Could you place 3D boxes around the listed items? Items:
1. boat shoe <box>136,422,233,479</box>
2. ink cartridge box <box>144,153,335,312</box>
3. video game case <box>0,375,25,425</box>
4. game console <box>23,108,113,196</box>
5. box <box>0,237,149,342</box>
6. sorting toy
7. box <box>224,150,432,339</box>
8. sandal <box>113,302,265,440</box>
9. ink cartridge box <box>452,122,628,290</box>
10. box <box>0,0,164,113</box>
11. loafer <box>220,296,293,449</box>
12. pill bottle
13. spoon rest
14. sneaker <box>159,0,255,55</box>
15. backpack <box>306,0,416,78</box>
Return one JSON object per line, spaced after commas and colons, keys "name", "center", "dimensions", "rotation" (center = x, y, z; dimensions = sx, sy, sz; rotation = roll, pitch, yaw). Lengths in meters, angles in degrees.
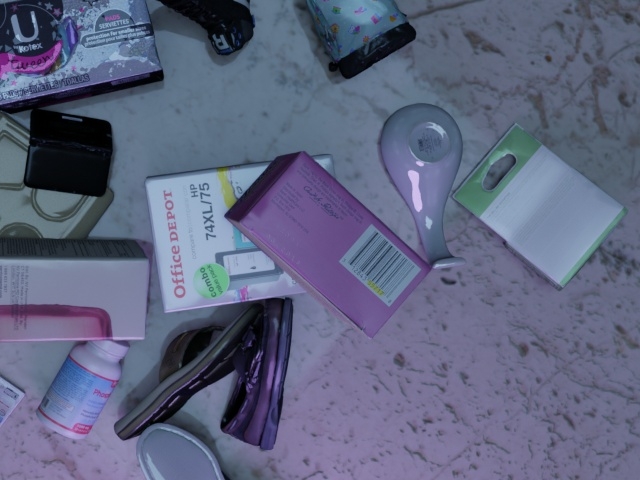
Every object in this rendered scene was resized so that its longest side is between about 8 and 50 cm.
{"name": "boat shoe", "center": [-0.184, 0.410, 1.507], "dimensions": [0.114, 0.091, 0.302], "rotation": [-42, 97, -24]}
{"name": "ink cartridge box", "center": [-0.116, -0.016, 1.433], "dimensions": [0.270, 0.197, 0.198], "rotation": [-9, 95, -8]}
{"name": "video game case", "center": [-0.532, 0.262, 1.484], "dimensions": [0.087, 0.011, 0.122], "rotation": [38, 88, -10]}
{"name": "game console", "center": [-0.384, -0.134, 1.449], "dimensions": [0.122, 0.107, 0.071], "rotation": [7, 134, -23]}
{"name": "box", "center": [-0.379, 0.071, 1.402], "dimensions": [0.233, 0.149, 0.126], "rotation": [2, 101, -19]}
{"name": "sorting toy", "center": [-0.496, -0.015, 1.459], "dimensions": [0.229, 0.041, 0.307], "rotation": [37, 88, -14]}
{"name": "box", "center": [0.000, 0.000, 1.229], "dimensions": [0.213, 0.243, 0.117], "rotation": [42, 85, -9]}
{"name": "sandal", "center": [-0.210, 0.192, 1.481], "dimensions": [0.303, 0.120, 0.086], "rotation": [-38, 72, 0]}
{"name": "ink cartridge box", "center": [0.360, -0.055, 1.579], "dimensions": [0.235, 0.056, 0.171], "rotation": [40, 87, 13]}
{"name": "box", "center": [-0.366, -0.283, 1.393], "dimensions": [0.247, 0.163, 0.142], "rotation": [-14, 96, -7]}
{"name": "loafer", "center": [-0.100, 0.207, 1.446], "dimensions": [0.095, 0.109, 0.302], "rotation": [9, 129, 0]}
{"name": "pill bottle", "center": [-0.361, 0.217, 1.468], "dimensions": [0.087, 0.087, 0.160], "rotation": [30, 90, -10]}
{"name": "spoon rest", "center": [0.175, -0.087, 1.544], "dimensions": [0.137, 0.084, 0.276], "rotation": [-7, 82, -9]}
{"name": "sneaker", "center": [-0.164, -0.333, 1.406], "dimensions": [0.079, 0.217, 0.121], "rotation": [-11, 94, 34]}
{"name": "backpack", "center": [0.052, -0.361, 1.478], "dimensions": [0.152, 0.115, 0.182], "rotation": [-31, 95, -3]}
